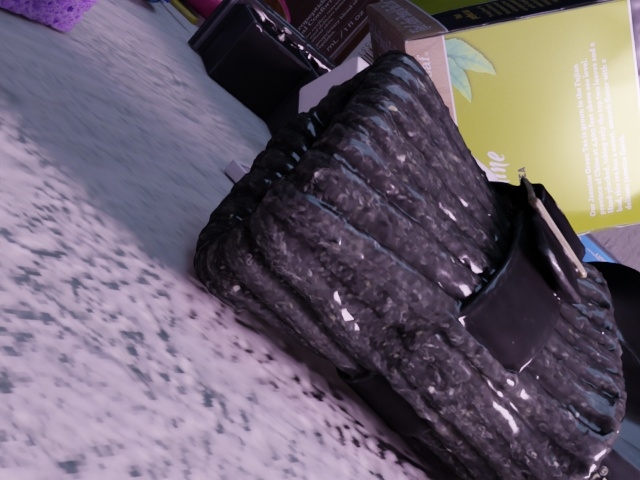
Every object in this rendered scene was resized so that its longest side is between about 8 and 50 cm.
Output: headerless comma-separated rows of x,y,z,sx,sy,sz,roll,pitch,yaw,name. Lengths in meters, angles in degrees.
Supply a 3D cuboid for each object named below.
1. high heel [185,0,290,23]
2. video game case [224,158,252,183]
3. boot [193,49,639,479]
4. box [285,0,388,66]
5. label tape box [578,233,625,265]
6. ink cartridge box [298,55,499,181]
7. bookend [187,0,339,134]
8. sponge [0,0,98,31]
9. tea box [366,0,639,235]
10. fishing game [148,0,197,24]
-0.167,-0.342,1.123,0.377,0.127,0.181,36,1,-44,high heel
0.000,0.000,0.716,0.122,0.011,0.087,47,11,20,video game case
0.083,0.022,0.599,0.260,0.131,0.348,42,11,-4,boot
0.032,-0.334,1.693,0.143,0.191,0.381,36,12,-32,box
0.283,0.029,1.386,0.240,0.106,0.334,45,10,15,label tape box
0.062,-0.041,0.872,0.180,0.060,0.104,35,43,-36,ink cartridge box
-0.023,-0.127,0.975,0.157,0.072,0.156,38,12,-22,bookend
-0.225,-0.203,0.650,0.210,0.031,0.117,45,10,11,sponge
0.232,-0.155,1.194,0.329,0.324,0.219,-100,180,-72,tea box
-0.202,-0.275,1.002,0.189,0.041,0.264,45,8,34,fishing game
